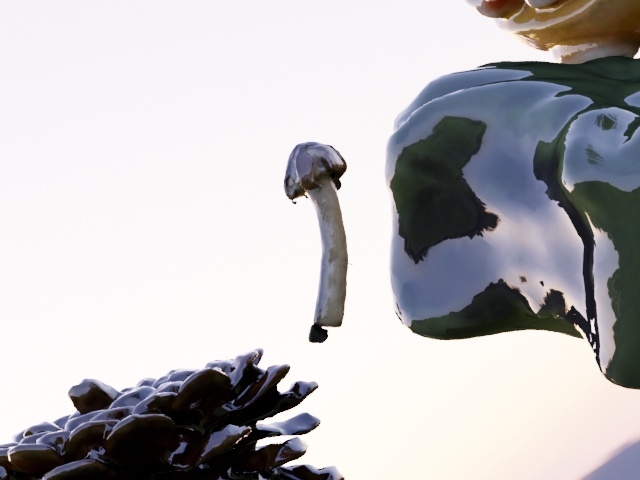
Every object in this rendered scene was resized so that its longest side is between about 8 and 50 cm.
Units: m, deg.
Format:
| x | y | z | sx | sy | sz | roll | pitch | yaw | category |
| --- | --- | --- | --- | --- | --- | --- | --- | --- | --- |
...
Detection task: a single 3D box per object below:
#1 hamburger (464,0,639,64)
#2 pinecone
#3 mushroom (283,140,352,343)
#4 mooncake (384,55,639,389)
| x | y | z | sx | sy | sz | roll | pitch | yaw | category |
| --- | --- | --- | --- | --- | --- | --- | --- | --- | --- |
| 0.232 | -0.272 | 1.484 | 0.276 | 0.237 | 0.276 | -37 | 22 | 17 | hamburger |
| -0.144 | 0.288 | 1.759 | 0.397 | 0.398 | 0.398 | -31 | -13 | -8 | pinecone |
| 0.000 | 0.000 | 1.617 | 0.060 | 0.187 | 0.061 | -7 | -7 | 14 | mushroom |
| 0.223 | -0.025 | 1.177 | 0.351 | 0.187 | 0.351 | -1 | 10 | 0 | mooncake |
